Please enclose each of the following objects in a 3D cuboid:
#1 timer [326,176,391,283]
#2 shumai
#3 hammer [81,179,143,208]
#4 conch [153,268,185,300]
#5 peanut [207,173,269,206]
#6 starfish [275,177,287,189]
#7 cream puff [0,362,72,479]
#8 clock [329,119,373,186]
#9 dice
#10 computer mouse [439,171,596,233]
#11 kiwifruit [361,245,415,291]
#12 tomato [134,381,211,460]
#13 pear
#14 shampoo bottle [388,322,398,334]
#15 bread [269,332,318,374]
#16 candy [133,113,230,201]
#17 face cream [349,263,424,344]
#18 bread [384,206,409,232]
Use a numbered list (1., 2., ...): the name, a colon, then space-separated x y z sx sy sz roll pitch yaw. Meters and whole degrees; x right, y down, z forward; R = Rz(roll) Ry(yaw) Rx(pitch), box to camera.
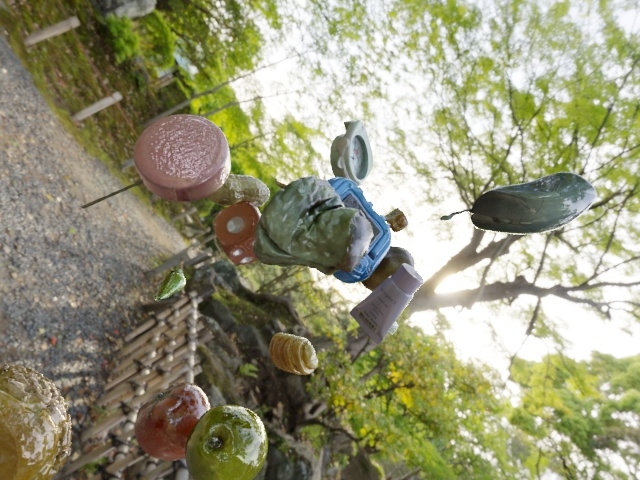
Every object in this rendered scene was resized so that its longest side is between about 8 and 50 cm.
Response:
1. timer: 0.090 -0.042 1.504 0.340 0.309 0.115 50 -41 -10
2. shumai: 0.000 0.000 1.175 0.263 0.309 0.304 34 -39 18
3. hammer: -0.708 -0.178 1.562 0.029 0.292 0.058 85 -20 -78
4. conch: -0.562 0.169 1.652 0.079 0.095 0.200 46 37 -8
5. peanut: -0.324 -0.192 1.678 0.130 0.290 0.130 -3 -94 53
6. starfish: -0.089 -0.141 1.848 0.302 0.060 0.299 -9 -78 63
7. cream puff: -0.765 0.452 1.052 0.343 0.327 0.231 42 6 -1
8. clock: 0.138 -0.388 2.056 0.109 0.324 0.265 2 -50 28
9. dice: -0.277 -0.025 1.628 0.174 0.174 0.179 62 1 30
10. computer mouse: 0.501 -0.069 1.123 0.167 0.380 0.090 68 17 -46
11. kiwifruit: 0.256 0.115 1.748 0.196 0.234 0.195 -5 90 -78
12. tomato: -0.510 0.643 1.557 0.264 0.265 0.265 58 -9 14
13. pear: -0.284 0.644 1.363 0.253 0.253 0.307 54 -15 35
14. shampoo bottle: 0.241 0.306 1.592 0.034 0.049 0.141 38 1 35
15. bread: -0.131 0.503 1.956 0.311 0.121 0.172 -13 -85 59
16. candy: -0.365 -0.226 1.171 0.255 0.255 0.094 57 -18 20
17. face cream: 0.226 0.203 1.483 0.154 0.273 0.096 45 21 23
18. bread: 0.315 -0.085 1.834 0.070 0.083 0.076 54 3 -32
